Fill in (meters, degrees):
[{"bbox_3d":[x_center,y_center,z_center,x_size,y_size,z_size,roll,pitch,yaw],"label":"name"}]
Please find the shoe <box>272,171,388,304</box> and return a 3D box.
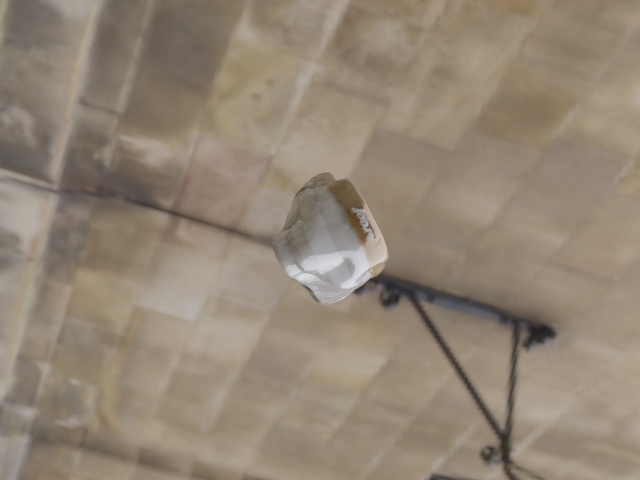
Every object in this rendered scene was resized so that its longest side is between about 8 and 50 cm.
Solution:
[{"bbox_3d":[0.000,0.000,0.841,0.058,0.076,0.219,-32,178,-2],"label":"shoe"}]
